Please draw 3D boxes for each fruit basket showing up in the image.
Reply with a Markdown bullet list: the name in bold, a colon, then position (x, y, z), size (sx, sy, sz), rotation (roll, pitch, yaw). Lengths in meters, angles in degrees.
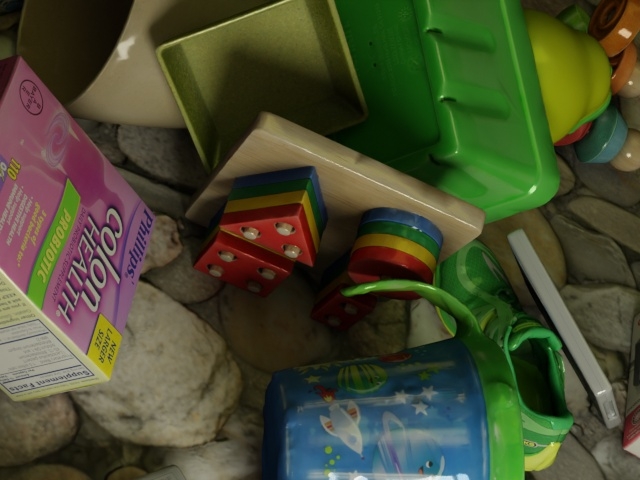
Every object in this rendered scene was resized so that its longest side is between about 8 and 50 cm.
- **fruit basket**: position (0.168, -0.189, 1.737), size (0.392, 0.283, 0.392), rotation (34, 46, -45)

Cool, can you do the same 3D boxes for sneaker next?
- **sneaker**: position (0.221, 0.112, 1.666), size (0.109, 0.123, 0.296), rotation (-2, 57, -31)

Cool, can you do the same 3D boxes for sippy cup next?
- **sippy cup**: position (0.059, 0.209, 1.435), size (0.224, 0.240, 0.305), rotation (1, 49, -11)

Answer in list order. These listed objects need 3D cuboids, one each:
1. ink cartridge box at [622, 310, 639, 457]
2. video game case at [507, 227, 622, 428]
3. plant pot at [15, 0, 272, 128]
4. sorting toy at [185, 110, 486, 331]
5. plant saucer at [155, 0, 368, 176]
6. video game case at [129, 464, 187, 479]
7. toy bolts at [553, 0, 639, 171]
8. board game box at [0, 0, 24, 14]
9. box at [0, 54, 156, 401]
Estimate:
- **ink cartridge box**: position (0.446, 0.147, 1.747), size (0.092, 0.158, 0.218), rotation (27, 47, -9)
- **video game case**: position (0.283, 0.105, 1.689), size (0.023, 0.193, 0.212), rotation (-28, 67, 4)
- **plant pot**: position (-0.159, -0.230, 1.649), size (0.274, 0.256, 0.256), rotation (16, 48, -38)
- **sorting toy**: position (0.000, 0.000, 1.546), size (0.257, 0.255, 0.089), rotation (24, 63, -13)
- **plant saucer**: position (-0.061, -0.176, 1.539), size (0.188, 0.188, 0.045), rotation (-20, 45, 0)
- **video game case**: position (-0.139, 0.369, 1.263), size (0.329, 0.036, 0.300), rotation (55, 30, 15)
- **toy bolts**: position (0.407, -0.210, 1.987), size (0.158, 0.218, 0.228), rotation (26, 65, -19)
- **board game box**: position (-0.339, -0.337, 1.728), size (0.194, 0.060, 0.194), rotation (-29, 73, -41)
- **box**: position (-0.287, -0.008, 1.386), size (0.243, 0.117, 0.214), rotation (55, 33, -38)
